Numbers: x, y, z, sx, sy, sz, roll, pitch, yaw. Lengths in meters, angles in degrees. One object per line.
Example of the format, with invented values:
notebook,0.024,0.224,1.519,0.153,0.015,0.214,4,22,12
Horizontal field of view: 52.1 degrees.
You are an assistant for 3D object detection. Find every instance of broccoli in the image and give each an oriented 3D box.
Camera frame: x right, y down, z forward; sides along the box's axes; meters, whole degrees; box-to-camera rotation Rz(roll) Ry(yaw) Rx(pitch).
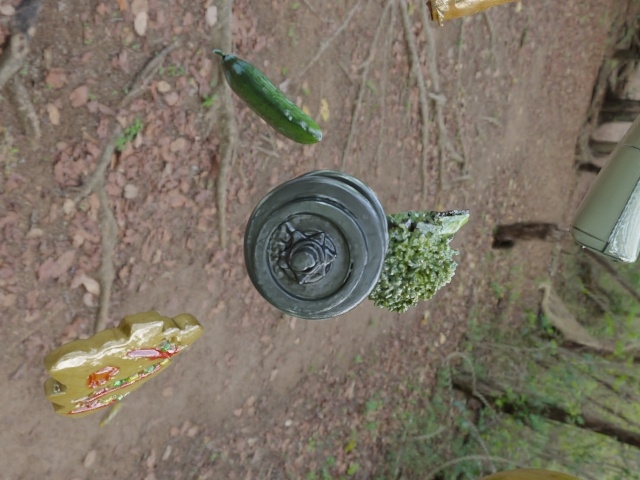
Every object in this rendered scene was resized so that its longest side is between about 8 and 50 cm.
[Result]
broccoli,0.173,0.041,1.223,0.272,0.242,0.181,-6,85,-29

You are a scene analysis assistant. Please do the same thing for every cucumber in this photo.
cucumber,-0.088,-0.223,1.027,0.056,0.250,0.056,-38,158,-18

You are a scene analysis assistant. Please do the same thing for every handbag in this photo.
handbag,0.500,-0.120,1.009,0.315,0.109,0.241,-65,165,11

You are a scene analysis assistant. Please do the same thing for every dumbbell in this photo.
dumbbell,0.000,0.000,0.914,0.290,0.192,0.192,-44,142,-78

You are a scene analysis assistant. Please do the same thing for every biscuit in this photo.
biscuit,-0.261,0.167,0.829,0.212,0.041,0.239,-12,149,-48

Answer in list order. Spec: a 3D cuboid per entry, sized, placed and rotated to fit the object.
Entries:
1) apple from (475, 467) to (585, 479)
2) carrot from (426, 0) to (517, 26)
apple,0.144,0.236,0.418,0.155,0.182,0.182,-44,-179,42
carrot,0.335,-0.532,1.142,0.224,0.340,0.224,-14,90,-78
